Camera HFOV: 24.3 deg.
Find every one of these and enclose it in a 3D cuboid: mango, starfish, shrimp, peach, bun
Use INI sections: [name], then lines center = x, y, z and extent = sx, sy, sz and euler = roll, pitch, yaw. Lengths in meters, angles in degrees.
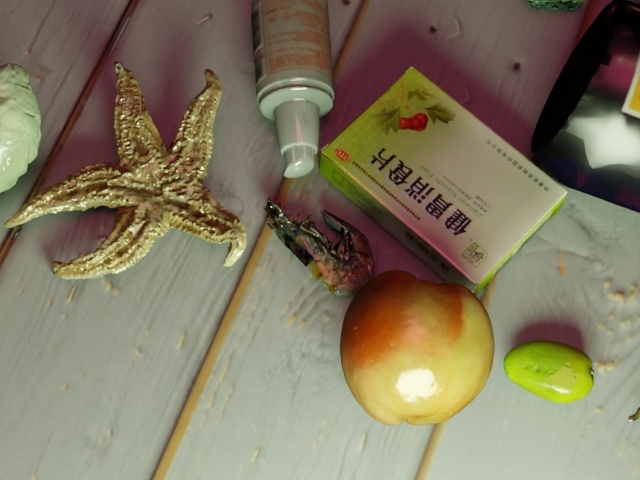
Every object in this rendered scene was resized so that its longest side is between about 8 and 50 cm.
[mango]
center = 0.269, 0.153, 1.746
extent = 0.108, 0.056, 0.073
euler = 11, 60, 5
[starfish]
center = -0.219, -0.081, 1.827
extent = 0.299, 0.060, 0.303
euler = 9, 71, 8
[shrimp]
center = 0.000, 0.000, 1.820
extent = 0.161, 0.034, 0.091
euler = 43, 59, 9
[peach]
center = 0.107, 0.125, 1.691
extent = 0.184, 0.184, 0.184
euler = 1, 66, -2
[bun]
center = -0.428, -0.139, 1.808
extent = 0.204, 0.126, 0.212
euler = -46, 67, 7

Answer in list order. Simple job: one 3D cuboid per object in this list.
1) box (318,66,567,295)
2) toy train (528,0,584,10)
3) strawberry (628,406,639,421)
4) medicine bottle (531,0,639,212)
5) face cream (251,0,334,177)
[box]
center = 0.150, -0.073, 1.840
extent = 0.260, 0.062, 0.175
euler = 41, 70, 14
[toy train]
center = 0.312, -0.331, 1.968
extent = 0.083, 0.053, 0.033
euler = 3, 65, 0
[strawberry]
center = 0.492, 0.140, 1.668
extent = 0.292, 0.292, 0.343
euler = 40, 91, 14
[medicine bottle]
center = 0.475, -0.118, 1.794
extent = 0.395, 0.242, 0.243
euler = 24, 66, -7
[face cream]
center = -0.032, -0.197, 1.866
extent = 0.101, 0.101, 0.252
euler = -3, 66, -4
